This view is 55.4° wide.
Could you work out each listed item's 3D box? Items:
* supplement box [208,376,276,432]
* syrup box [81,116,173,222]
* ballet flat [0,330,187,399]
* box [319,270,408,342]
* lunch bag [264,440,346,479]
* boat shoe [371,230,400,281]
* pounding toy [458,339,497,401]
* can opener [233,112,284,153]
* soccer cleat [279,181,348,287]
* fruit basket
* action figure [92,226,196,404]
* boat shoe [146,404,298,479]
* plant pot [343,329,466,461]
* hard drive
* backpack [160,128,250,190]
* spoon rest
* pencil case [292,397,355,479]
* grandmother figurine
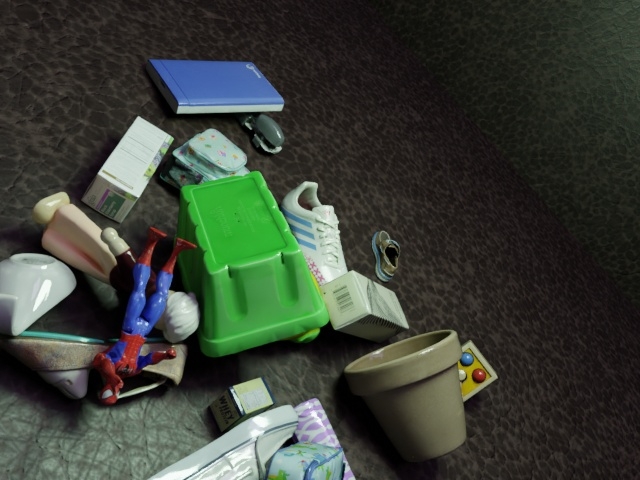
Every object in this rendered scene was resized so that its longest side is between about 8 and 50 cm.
[{"bbox_3d":[-0.145,0.303,1.127,0.083,0.083,0.056,-6,58,-48],"label":"supplement box"},{"bbox_3d":[-0.411,-0.156,1.314,0.096,0.093,0.236,32,37,-18],"label":"syrup box"},{"bbox_3d":[-0.362,0.207,1.002,0.316,0.108,0.106,10,76,-37],"label":"ballet flat"},{"bbox_3d":[0.107,0.161,1.424,0.275,0.094,0.113,27,38,-61],"label":"box"},{"bbox_3d":[-0.029,0.430,1.001,0.219,0.090,0.176,37,63,-71],"label":"lunch bag"},{"bbox_3d":[0.195,0.034,1.748,0.066,0.066,0.183,25,40,-26],"label":"boat shoe"},{"bbox_3d":[0.367,0.351,1.560,0.130,0.141,0.100,53,8,12],"label":"pounding toy"},{"bbox_3d":[-0.190,-0.369,1.745,0.076,0.095,0.283,-13,64,-51],"label":"can opener"},{"bbox_3d":[0.000,0.000,1.523,0.116,0.143,0.331,-4,58,-47],"label":"soccer cleat"},{"bbox_3d":[-0.132,0.090,1.243,0.283,0.392,0.392,-14,60,-14],"label":"fruit basket"},{"bbox_3d":[-0.262,0.132,0.930,0.091,0.280,0.139,24,-2,-41],"label":"action figure"},{"bbox_3d":[-0.148,0.403,0.983,0.367,0.136,0.156,-17,67,-48],"label":"boat shoe"},{"bbox_3d":[0.211,0.343,1.332,0.263,0.263,0.229,-17,85,-51],"label":"plant pot"},{"bbox_3d":[-0.285,-0.424,1.672,0.319,0.040,0.210,-11,50,-36],"label":"hard drive"},{"bbox_3d":[-0.252,-0.160,1.438,0.188,0.144,0.166,44,30,-7],"label":"backpack"},{"bbox_3d":[-0.471,0.083,0.956,0.137,0.084,0.276,8,10,-12],"label":"spoon rest"},{"bbox_3d":[-0.005,0.404,1.164,0.088,0.086,0.206,-9,62,-42],"label":"pencil case"},{"bbox_3d":[-0.351,0.059,1.079,0.342,0.208,0.104,35,72,14],"label":"grandmother figurine"}]
